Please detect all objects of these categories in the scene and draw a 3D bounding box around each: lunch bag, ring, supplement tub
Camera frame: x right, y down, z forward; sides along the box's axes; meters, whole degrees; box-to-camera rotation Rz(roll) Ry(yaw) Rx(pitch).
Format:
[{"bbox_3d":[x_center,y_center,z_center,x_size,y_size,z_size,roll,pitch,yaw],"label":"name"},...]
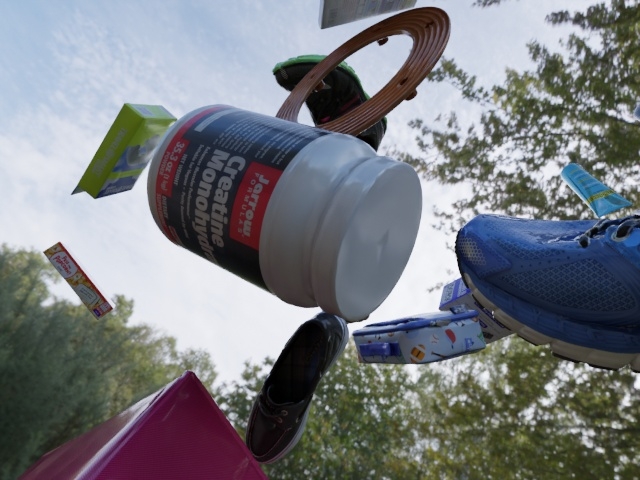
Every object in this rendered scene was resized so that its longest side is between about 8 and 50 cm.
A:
[{"bbox_3d":[0.223,0.232,1.139,0.303,0.243,0.115,-31,-114,61],"label":"lunch bag"},{"bbox_3d":[0.056,-0.251,0.768,0.336,0.336,0.032,-11,-45,38],"label":"ring"},{"bbox_3d":[-0.045,-0.039,0.546,0.272,0.191,0.191,22,-44,32],"label":"supplement tub"}]

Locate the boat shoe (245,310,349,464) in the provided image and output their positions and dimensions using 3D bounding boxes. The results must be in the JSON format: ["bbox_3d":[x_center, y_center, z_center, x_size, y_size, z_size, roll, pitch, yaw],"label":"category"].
[{"bbox_3d":[-0.041,0.191,0.607,0.080,0.076,0.228,37,-80,23],"label":"boat shoe"}]

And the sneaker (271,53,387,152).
[{"bbox_3d":[0.051,-0.385,1.442,0.185,0.202,0.483,-9,-24,41],"label":"sneaker"}]

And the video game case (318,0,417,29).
[{"bbox_3d":[0.095,-0.445,0.833,0.193,0.212,0.023,-15,-90,-3],"label":"video game case"}]

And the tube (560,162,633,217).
[{"bbox_3d":[0.670,-0.123,1.182,0.080,0.207,0.052,-27,-57,12],"label":"tube"}]

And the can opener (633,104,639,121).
[{"bbox_3d":[0.853,-0.361,1.215,0.095,0.283,0.076,23,-47,12],"label":"can opener"}]

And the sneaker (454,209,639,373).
[{"bbox_3d":[0.242,0.000,0.283,0.330,0.130,0.147,6,-63,38],"label":"sneaker"}]

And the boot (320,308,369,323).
[{"bbox_3d":[0.000,0.000,0.763,0.220,0.109,0.283,159,-83,-82],"label":"boot"}]

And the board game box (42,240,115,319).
[{"bbox_3d":[-0.570,0.096,1.138,0.193,0.045,0.147,55,-20,-10],"label":"board game box"}]

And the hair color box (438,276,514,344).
[{"bbox_3d":[0.506,0.142,1.279,0.185,0.110,0.339,40,-47,-11],"label":"hair color box"}]

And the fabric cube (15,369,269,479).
[{"bbox_3d":[-0.194,0.328,0.438,0.254,0.258,0.259,-33,-84,17],"label":"fabric cube"}]

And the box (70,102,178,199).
[{"bbox_3d":[-0.315,-0.137,0.771,0.042,0.109,0.178,40,-73,0],"label":"box"}]
